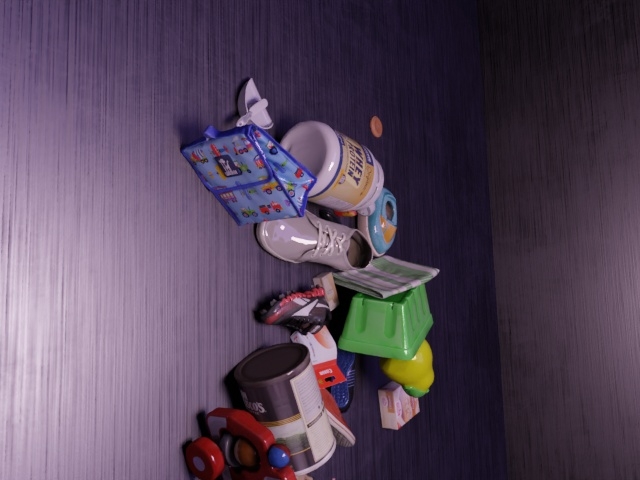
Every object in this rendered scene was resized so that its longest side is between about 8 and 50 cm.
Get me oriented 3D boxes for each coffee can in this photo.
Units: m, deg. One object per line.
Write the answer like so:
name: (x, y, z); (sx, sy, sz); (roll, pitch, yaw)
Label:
coffee can: (-0.089, 0.435, 1.451); (0.201, 0.201, 0.276); (-33, 112, -52)

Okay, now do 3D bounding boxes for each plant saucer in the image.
plant saucer: (0.223, -0.450, 2.202); (0.083, 0.013, 0.084); (11, 76, -53)

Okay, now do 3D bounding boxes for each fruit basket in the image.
fruit basket: (0.239, 0.327, 1.835); (0.392, 0.282, 0.393); (6, 90, -69)

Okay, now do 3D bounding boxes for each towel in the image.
towel: (0.213, 0.115, 1.859); (0.324, 0.247, 0.038); (-12, 111, -45)

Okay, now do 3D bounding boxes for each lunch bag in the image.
lunch bag: (-0.186, -0.183, 1.394); (0.293, 0.220, 0.138); (48, 48, -40)

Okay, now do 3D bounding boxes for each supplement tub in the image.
supplement tub: (0.036, -0.215, 1.711); (0.316, 0.228, 0.229); (15, 73, -53)

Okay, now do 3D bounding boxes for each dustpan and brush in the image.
dustpan and brush: (-0.194, -0.357, 1.551); (0.211, 0.060, 0.147); (-53, 126, -45)

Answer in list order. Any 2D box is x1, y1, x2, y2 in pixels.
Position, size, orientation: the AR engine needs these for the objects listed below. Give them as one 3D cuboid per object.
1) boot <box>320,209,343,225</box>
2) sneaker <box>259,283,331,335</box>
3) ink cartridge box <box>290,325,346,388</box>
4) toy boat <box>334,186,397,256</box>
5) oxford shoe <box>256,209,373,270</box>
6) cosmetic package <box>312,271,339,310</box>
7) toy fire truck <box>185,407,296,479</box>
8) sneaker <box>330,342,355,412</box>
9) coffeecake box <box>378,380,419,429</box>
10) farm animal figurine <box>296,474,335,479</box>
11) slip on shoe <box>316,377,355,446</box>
boot: (0.029, -0.031, 1.836); (0.121, 0.045, 0.099); (44, 56, -40)
sneaker: (-0.058, 0.212, 1.597); (0.276, 0.097, 0.135); (-7, 65, -56)
ink cartridge box: (0.005, 0.344, 1.664); (0.145, 0.045, 0.179); (2, 47, -55)
toy boat: (0.188, -0.085, 1.977); (0.318, 0.148, 0.268); (17, 71, -53)
oxford shoe: (0.000, 0.000, 1.688); (0.449, 0.130, 0.169); (18, 78, -42)
cosmetic package: (0.019, 0.164, 1.788); (0.060, 0.041, 0.115); (-31, 110, -52)
toy fire truck: (-0.156, 0.537, 1.294); (0.169, 0.253, 0.302); (-23, 103, -54)
sneaker: (0.071, 0.440, 1.799); (0.090, 0.081, 0.232); (79, 18, -54)
coffeecake box: (0.296, 0.604, 2.089); (0.185, 0.068, 0.143); (-11, 95, -54)
farm animal figurine: (-0.059, 0.763, 1.437); (0.327, 0.330, 0.172); (-46, 130, -14)
slip on shoe: (0.013, 0.511, 1.667); (0.331, 0.123, 0.101); (55, 40, -27)
